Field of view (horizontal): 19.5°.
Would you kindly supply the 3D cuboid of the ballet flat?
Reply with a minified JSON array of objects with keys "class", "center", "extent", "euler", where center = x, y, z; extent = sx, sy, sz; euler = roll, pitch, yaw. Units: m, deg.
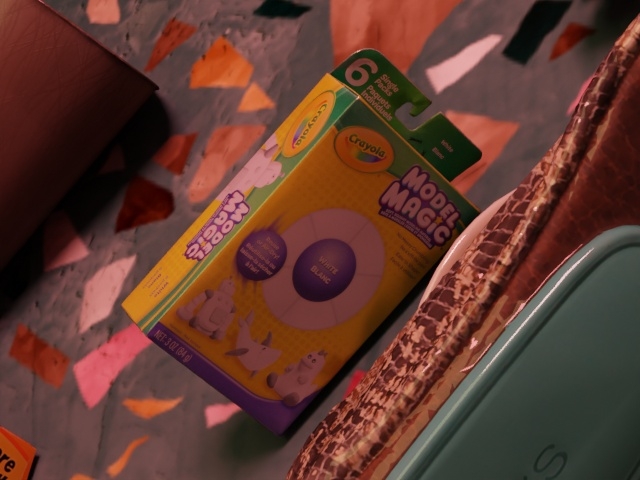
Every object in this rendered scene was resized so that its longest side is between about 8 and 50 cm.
[{"class":"ballet flat","center":[0.149,-0.021,0.790],"extent":[0.483,0.164,0.182],"euler":[-47,20,6]}]

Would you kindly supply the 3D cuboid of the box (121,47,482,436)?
[{"class":"box","center":[0.000,0.000,0.927],"extent":[0.179,0.105,0.043],"euler":[-50,34,0]}]

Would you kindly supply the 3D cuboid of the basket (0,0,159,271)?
[{"class":"basket","center":[-0.231,-0.050,1.148],"extent":[0.227,0.154,0.204],"euler":[-55,34,-1]}]

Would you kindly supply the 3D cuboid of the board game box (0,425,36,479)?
[{"class":"board game box","center":[-0.436,0.205,0.970],"extent":[0.356,0.356,0.356],"euler":[-11,53,37]}]
